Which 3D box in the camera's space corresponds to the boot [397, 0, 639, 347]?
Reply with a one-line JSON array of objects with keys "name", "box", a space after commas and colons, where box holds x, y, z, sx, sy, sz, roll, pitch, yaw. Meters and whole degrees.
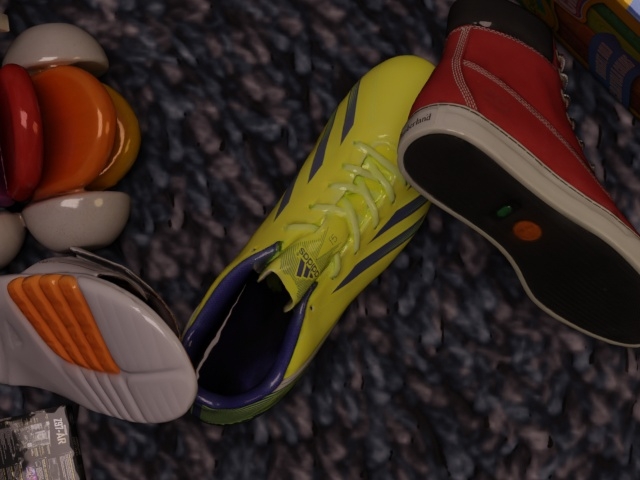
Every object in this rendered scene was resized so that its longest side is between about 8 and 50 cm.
[{"name": "boot", "box": [0.167, -0.054, 0.968, 0.244, 0.088, 0.176, 41, 45, -21]}]

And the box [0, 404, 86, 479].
[{"name": "box", "box": [-0.202, 0.163, 1.008, 0.067, 0.018, 0.083, -13, 84, 3]}]

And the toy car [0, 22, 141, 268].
[{"name": "toy car", "box": [-0.218, -0.066, 0.970, 0.182, 0.136, 0.159, -12, 85, 3]}]

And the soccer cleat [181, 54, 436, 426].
[{"name": "soccer cleat", "box": [0.001, 0.001, 0.954, 0.093, 0.121, 0.289, 34, 89, 6]}]

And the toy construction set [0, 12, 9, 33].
[{"name": "toy construction set", "box": [-0.299, -0.248, 0.989, 0.215, 0.151, 0.328, -8, 69, 2]}]

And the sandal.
[{"name": "sandal", "box": [-0.165, 0.048, 0.948, 0.265, 0.076, 0.102, 6, 120, 43]}]

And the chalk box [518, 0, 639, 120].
[{"name": "chalk box", "box": [0.234, -0.197, 0.927, 0.179, 0.180, 0.289, -45, 82, -1]}]
